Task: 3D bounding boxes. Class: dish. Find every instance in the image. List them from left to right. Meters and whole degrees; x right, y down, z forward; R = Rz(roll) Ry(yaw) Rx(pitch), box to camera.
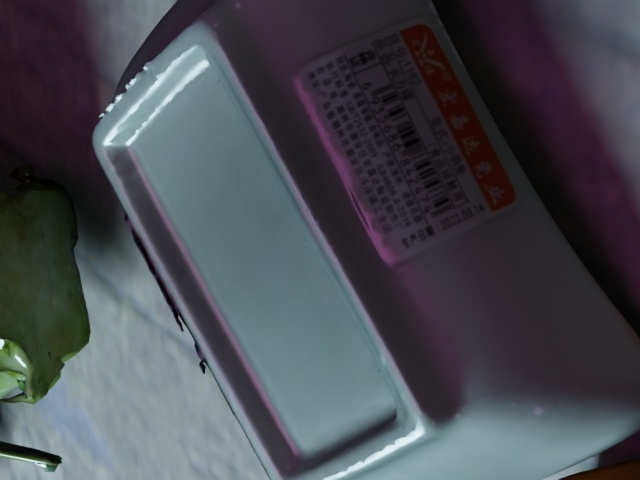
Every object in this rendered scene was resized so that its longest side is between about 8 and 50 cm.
[{"bbox_3d":[0.000,0.000,0.487,0.151,0.077,0.212,-35,81,49],"label":"dish"}]

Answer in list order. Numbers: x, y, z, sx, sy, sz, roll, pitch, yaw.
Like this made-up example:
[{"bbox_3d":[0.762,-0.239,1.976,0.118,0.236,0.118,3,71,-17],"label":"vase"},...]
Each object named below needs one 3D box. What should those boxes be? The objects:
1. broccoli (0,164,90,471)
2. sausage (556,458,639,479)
[{"bbox_3d":[-0.247,0.058,0.657,0.284,0.321,0.303,-14,110,19],"label":"broccoli"},{"bbox_3d":[0.113,0.083,0.434,0.131,0.039,0.041,-27,90,49],"label":"sausage"}]
